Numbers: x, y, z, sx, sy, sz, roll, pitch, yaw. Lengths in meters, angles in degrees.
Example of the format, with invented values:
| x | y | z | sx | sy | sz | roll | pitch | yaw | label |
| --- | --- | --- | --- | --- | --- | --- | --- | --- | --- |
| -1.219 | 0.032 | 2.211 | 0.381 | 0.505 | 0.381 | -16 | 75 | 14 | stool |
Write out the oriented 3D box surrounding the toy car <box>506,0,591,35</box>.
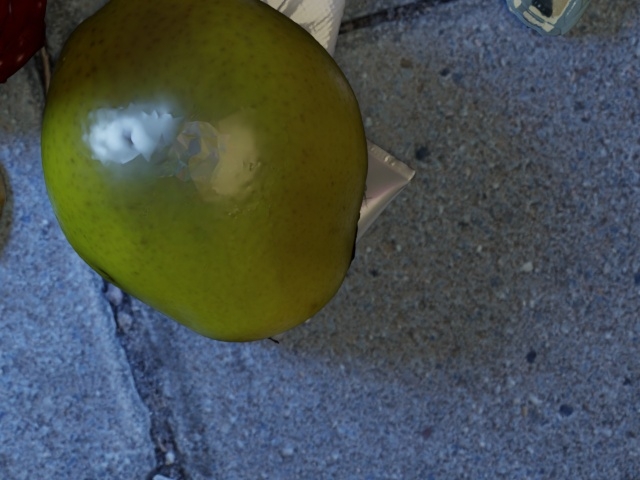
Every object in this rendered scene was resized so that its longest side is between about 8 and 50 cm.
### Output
| x | y | z | sx | sy | sz | roll | pitch | yaw | label |
| --- | --- | --- | --- | --- | --- | --- | --- | --- | --- |
| 0.281 | -0.319 | 1.569 | 0.095 | 0.056 | 0.205 | 35 | 94 | -12 | toy car |

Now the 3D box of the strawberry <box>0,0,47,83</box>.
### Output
| x | y | z | sx | sy | sz | roll | pitch | yaw | label |
| --- | --- | --- | --- | --- | --- | --- | --- | --- | --- |
| -0.400 | -0.248 | 1.322 | 0.295 | 0.345 | 0.317 | -4 | 101 | -10 | strawberry |

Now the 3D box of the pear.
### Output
| x | y | z | sx | sy | sz | roll | pitch | yaw | label |
| --- | --- | --- | --- | --- | --- | --- | --- | --- | --- |
| -0.122 | -0.077 | 1.448 | 0.340 | 0.191 | 0.386 | -29 | 92 | 5 | pear |

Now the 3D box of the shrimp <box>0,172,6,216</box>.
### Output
| x | y | z | sx | sy | sz | roll | pitch | yaw | label |
| --- | --- | --- | --- | --- | --- | --- | --- | --- | --- |
| -0.397 | -0.032 | 1.512 | 0.132 | 0.051 | 0.187 | -3 | 98 | -9 | shrimp |

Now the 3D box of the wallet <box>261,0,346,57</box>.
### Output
| x | y | z | sx | sy | sz | roll | pitch | yaw | label |
| --- | --- | --- | --- | --- | --- | --- | --- | --- | --- |
| -0.042 | -0.226 | 1.546 | 0.124 | 0.032 | 0.183 | 12 | 99 | -9 | wallet |

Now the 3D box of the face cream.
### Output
| x | y | z | sx | sy | sz | roll | pitch | yaw | label |
| --- | --- | --- | --- | --- | --- | --- | --- | --- | --- |
| 0.000 | 0.000 | 1.583 | 0.092 | 0.058 | 0.243 | 34 | 90 | 5 | face cream |
